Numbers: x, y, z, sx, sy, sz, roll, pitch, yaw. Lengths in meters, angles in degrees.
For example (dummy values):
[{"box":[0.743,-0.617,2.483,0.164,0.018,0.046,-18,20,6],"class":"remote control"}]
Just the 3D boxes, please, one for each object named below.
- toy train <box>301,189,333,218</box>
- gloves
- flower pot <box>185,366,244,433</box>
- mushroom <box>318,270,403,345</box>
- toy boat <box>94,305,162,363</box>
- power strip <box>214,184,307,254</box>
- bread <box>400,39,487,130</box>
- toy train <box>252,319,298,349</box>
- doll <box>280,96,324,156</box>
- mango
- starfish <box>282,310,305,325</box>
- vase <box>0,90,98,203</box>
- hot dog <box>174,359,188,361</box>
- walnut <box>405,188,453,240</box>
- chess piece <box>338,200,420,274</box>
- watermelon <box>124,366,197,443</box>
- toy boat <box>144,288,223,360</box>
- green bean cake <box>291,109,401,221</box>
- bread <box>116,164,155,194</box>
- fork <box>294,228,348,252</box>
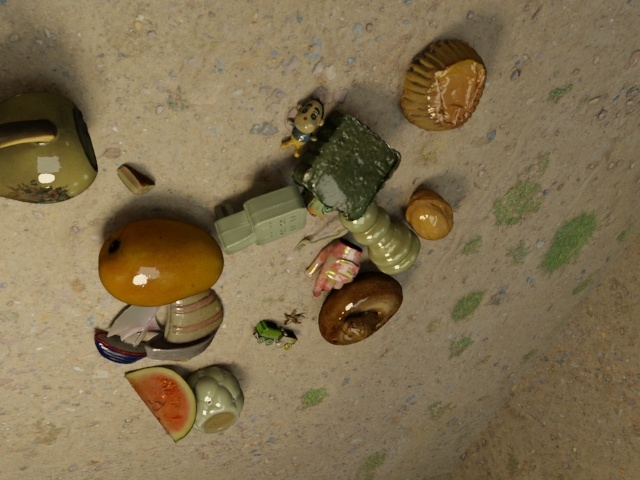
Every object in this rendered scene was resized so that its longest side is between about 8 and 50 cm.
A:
[{"box":[0.019,-0.151,1.750,0.099,0.072,0.188,24,115,-43],"class":"toy train"},{"box":[0.043,0.110,1.967,0.145,0.126,0.241,20,108,-27],"class":"gloves"},{"box":[-0.408,0.607,2.138,0.246,0.195,0.246,-16,135,-17],"class":"flower pot"},{"box":[0.152,0.250,2.107,0.345,0.239,0.345,-15,169,-3],"class":"mushroom"},{"box":[-0.609,0.279,1.813,0.219,0.072,0.318,-2,127,-33],"class":"toy boat"},{"box":[-0.182,-0.071,1.666,0.261,0.141,0.229,-21,166,-8],"class":"power strip"},{"box":[0.364,-0.429,1.628,0.274,0.149,0.274,-11,130,-13],"class":"bread"},{"box":[-0.168,0.360,2.141,0.202,0.060,0.081,25,109,-44],"class":"toy train"},{"box":[-0.045,-0.314,1.557,0.179,0.102,0.089,-59,173,23],"class":"doll"},{"box":[-0.435,0.064,1.600,0.378,0.221,0.263,8,121,-47],"class":"mango"},{"box":[-0.108,0.297,2.138,0.078,0.028,0.091,-48,133,10],"class":"starfish"},{"box":[-0.650,-0.185,1.175,0.302,0.329,0.240,-16,92,-10],"class":"vase"},{"box":[-0.477,0.393,1.995,0.169,0.061,0.078,-22,136,-10],"class":"hot dog"},{"box":[0.375,-0.088,1.949,0.159,0.159,0.207,-38,138,7],"class":"walnut"},{"box":[0.184,-0.038,1.891,0.182,0.182,0.330,-40,132,10],"class":"chess piece"},{"box":[-0.554,0.575,2.021,0.159,0.303,0.128,-33,164,-39],"class":"watermelon"},{"box":[-0.425,0.269,1.873,0.276,0.111,0.293,11,112,-50],"class":"toy boat"},{"box":[0.072,-0.208,1.617,0.241,0.132,0.255,31,92,-29],"class":"green bean cake"},{"box":[-0.481,-0.150,1.480,0.043,0.062,0.109,-41,134,13],"class":"bread"},{"box":[0.001,-0.006,1.857,0.219,0.028,0.034,-22,139,35],"class":"fork"}]
